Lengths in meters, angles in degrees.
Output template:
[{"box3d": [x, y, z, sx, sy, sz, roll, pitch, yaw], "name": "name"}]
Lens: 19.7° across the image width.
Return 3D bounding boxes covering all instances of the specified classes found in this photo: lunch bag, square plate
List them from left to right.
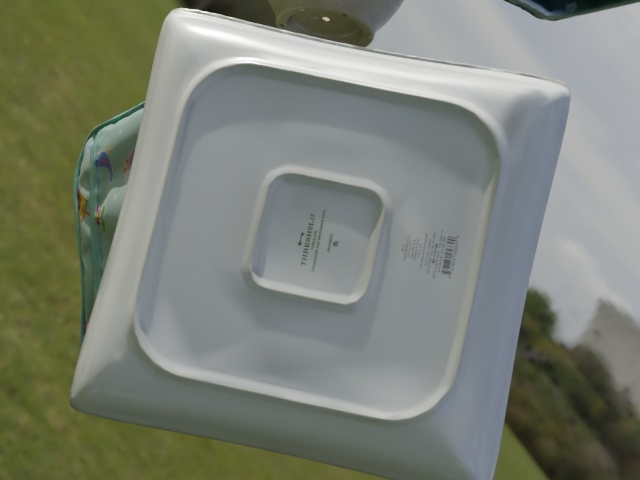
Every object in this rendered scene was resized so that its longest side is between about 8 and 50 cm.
[{"box3d": [-0.138, 0.014, 1.675, 0.108, 0.224, 0.279, 9, 74, -39], "name": "lunch bag"}, {"box3d": [0.000, 0.000, 1.466, 0.344, 0.347, 0.049, 11, -11, 7], "name": "square plate"}]

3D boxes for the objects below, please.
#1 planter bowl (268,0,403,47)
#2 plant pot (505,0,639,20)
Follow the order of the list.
[{"box3d": [0.012, -0.249, 1.781, 0.162, 0.162, 0.109, 47, 49, -60], "name": "planter bowl"}, {"box3d": [0.199, -0.288, 1.065, 0.247, 0.248, 0.252, 3, 77, -70], "name": "plant pot"}]
